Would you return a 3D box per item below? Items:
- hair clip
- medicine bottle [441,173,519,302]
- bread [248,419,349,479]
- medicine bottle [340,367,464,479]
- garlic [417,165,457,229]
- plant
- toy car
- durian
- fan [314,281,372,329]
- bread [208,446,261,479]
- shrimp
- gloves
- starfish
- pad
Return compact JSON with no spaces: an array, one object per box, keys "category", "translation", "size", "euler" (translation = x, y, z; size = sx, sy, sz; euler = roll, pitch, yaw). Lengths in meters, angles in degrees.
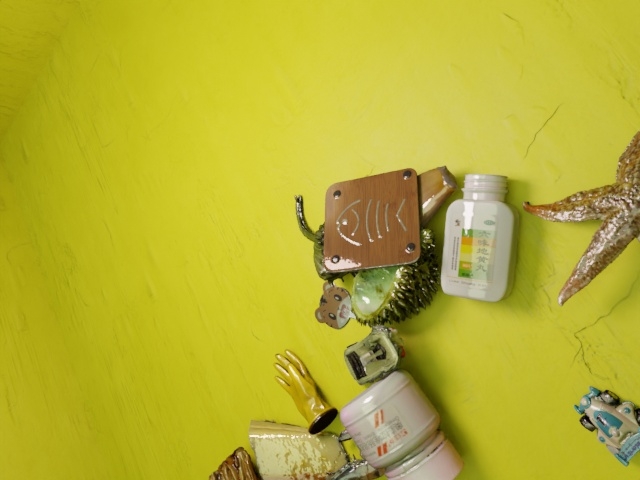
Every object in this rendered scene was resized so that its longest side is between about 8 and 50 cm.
[{"category":"hair clip","translation":[0.169,0.332,1.494],"size":[0.138,0.091,0.321],"euler":[60,153,14]},{"category":"medicine bottle","translation":[0.421,-0.010,1.332],"size":[0.179,0.124,0.324],"euler":[8,94,37]},{"category":"bread","translation":[-0.042,0.789,1.740],"size":[0.405,0.242,0.345],"euler":[-8,81,2]},{"category":"medicine bottle","translation":[0.226,0.539,1.407],"size":[0.241,0.241,0.302],"euler":[-44,74,28]},{"category":"garlic","translation":[0.262,-0.089,1.447],"size":[0.318,0.112,0.143],"euler":[-52,45,34]},{"category":"plant","translation":[0.029,-0.001,1.654],"size":[0.333,0.180,0.250],"euler":[-141,57,-64]},{"category":"toy car","translation":[0.674,0.422,1.169],"size":[0.161,0.098,0.126],"euler":[40,111,27]},{"category":"durian","translation":[0.222,0.115,1.456],"size":[0.394,0.163,0.198],"euler":[-63,39,35]},{"category":"fan","translation":[0.079,0.233,1.651],"size":[0.227,0.008,0.152],"euler":[23,104,34]},{"category":"bread","translation":[-0.289,0.877,1.757],"size":[0.324,0.167,0.277],"euler":[114,135,-62]},{"category":"shrimp","translation":[0.079,0.692,1.596],"size":[0.296,0.058,0.169],"euler":[-30,66,12]},{"category":"gloves","translation":[-0.075,0.502,1.719],"size":[0.294,0.116,0.133],"euler":[46,108,33]},{"category":"starfish","translation":[0.681,-0.056,1.150],"size":[0.384,0.132,0.397],"euler":[-30,70,37]},{"category":"pad","translation":[0.139,-0.054,1.423],"size":[0.284,0.018,0.286],"euler":[-9,66,25]}]
